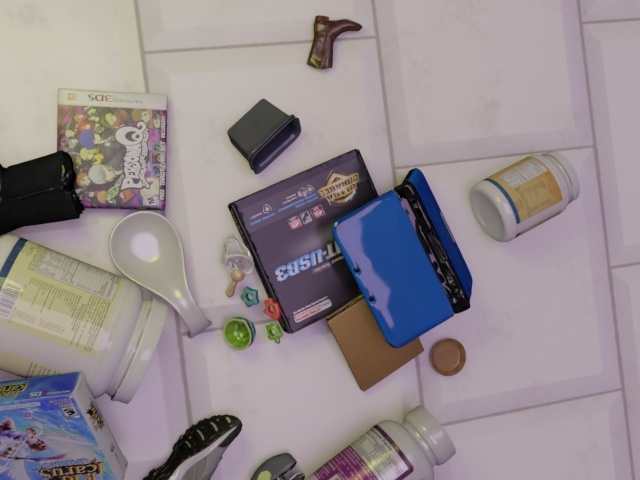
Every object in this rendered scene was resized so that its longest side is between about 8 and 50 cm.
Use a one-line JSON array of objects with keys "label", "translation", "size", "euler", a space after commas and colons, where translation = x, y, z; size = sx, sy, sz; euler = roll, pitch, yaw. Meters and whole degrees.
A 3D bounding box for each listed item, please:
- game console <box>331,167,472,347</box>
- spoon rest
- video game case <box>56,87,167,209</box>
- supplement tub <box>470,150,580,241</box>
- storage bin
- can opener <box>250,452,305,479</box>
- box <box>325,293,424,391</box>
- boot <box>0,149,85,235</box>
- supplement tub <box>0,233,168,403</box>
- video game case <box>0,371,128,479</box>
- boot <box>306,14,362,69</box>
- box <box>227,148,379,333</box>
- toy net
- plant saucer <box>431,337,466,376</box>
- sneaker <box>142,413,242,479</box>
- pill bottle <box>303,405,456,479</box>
[{"label": "game console", "translation": [0.178, 0.030, 1.738], "size": [0.173, 0.250, 0.293], "euler": [-23, 100, 19]}, {"label": "spoon rest", "translation": [-0.305, 0.068, 1.645], "size": [0.137, 0.084, 0.276], "euler": [-35, 99, -13]}, {"label": "video game case", "translation": [-0.407, -0.177, 1.640], "size": [0.210, 0.042, 0.232], "euler": [2, 89, -14]}, {"label": "supplement tub", "translation": [0.443, -0.098, 1.816], "size": [0.200, 0.144, 0.144], "euler": [-27, 96, -14]}, {"label": "storage bin", "translation": [-0.118, -0.216, 1.700], "size": [0.135, 0.098, 0.091], "euler": [-44, 73, -11]}, {"label": "can opener", "translation": [-0.155, 0.547, 1.702], "size": [0.283, 0.076, 0.095], "euler": [-36, 66, -12]}, {"label": "box", "translation": [0.116, 0.198, 1.755], "size": [0.164, 0.021, 0.201], "euler": [-32, 118, -11]}, {"label": "boot", "translation": [-0.562, -0.133, 1.533], "size": [0.207, 0.094, 0.246], "euler": [-18, 101, -7]}, {"label": "supplement tub", "translation": [-0.466, 0.150, 1.522], "size": [0.325, 0.235, 0.235], "euler": [23, 84, -14]}, {"label": "video game case", "translation": [-0.513, 0.353, 1.490], "size": [0.270, 0.061, 0.244], "euler": [-8, 126, 9]}, {"label": "boot", "translation": [0.030, -0.408, 1.761], "size": [0.106, 0.037, 0.114], "euler": [8, 84, -2]}, {"label": "box", "translation": [0.000, 0.000, 1.736], "size": [0.295, 0.073, 0.293], "euler": [-24, 95, -13]}, {"label": "toy net", "translation": [-0.149, 0.102, 1.674], "size": [0.045, 0.122, 0.232], "euler": [-25, 107, -57]}, {"label": "plant saucer", "translation": [0.278, 0.255, 1.836], "size": [0.083, 0.015, 0.083], "euler": [0, 90, -15]}, {"label": "sneaker", "translation": [-0.252, 0.456, 1.659], "size": [0.271, 0.100, 0.108], "euler": [-46, 115, -7]}, {"label": "pill bottle", "translation": [0.123, 0.476, 1.715], "size": [0.301, 0.169, 0.169], "euler": [-34, 98, -13]}]
